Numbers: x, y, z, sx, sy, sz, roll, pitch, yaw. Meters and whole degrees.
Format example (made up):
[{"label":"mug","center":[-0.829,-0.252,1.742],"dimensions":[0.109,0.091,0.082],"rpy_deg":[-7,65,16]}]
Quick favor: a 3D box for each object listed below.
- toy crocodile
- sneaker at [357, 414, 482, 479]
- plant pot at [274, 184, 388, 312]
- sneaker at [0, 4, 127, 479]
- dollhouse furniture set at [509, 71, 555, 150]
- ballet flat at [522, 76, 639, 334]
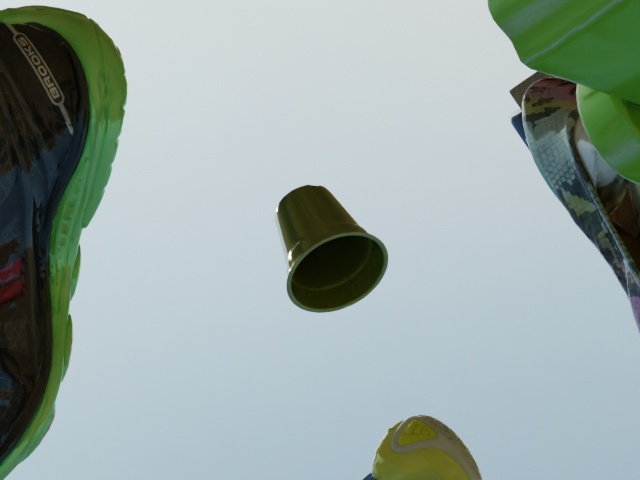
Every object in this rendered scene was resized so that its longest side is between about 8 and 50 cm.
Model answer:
[{"label":"toy crocodile","center":[0.218,-0.082,0.678],"dimensions":[0.340,0.115,0.105],"rpy_deg":[9,-117,-32]},{"label":"sneaker","center":[0.065,0.231,1.065],"dimensions":[0.126,0.240,0.091],"rpy_deg":[-34,-147,-16]},{"label":"plant pot","center":[0.000,0.000,1.210],"dimensions":[0.083,0.083,0.079],"rpy_deg":[9,-144,-33]},{"label":"sneaker","center":[-0.322,0.017,1.418],"dimensions":[0.202,0.483,0.185],"rpy_deg":[9,-170,-25]},{"label":"dollhouse furniture set","center":[0.259,-0.146,1.069],"dimensions":[0.303,0.286,0.198],"rpy_deg":[56,-170,-5]},{"label":"ballet flat","center":[0.175,-0.013,0.807],"dimensions":[0.076,0.079,0.222],"rpy_deg":[-15,-117,-15]}]
